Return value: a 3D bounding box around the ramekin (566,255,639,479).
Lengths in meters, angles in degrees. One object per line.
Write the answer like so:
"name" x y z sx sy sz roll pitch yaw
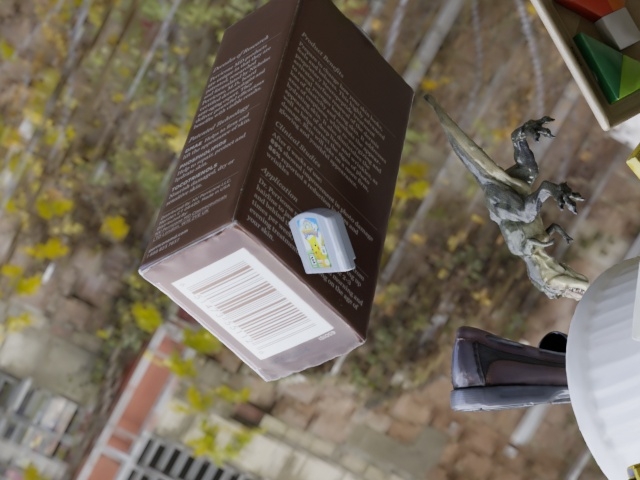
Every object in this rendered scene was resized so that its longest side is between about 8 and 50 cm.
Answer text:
"ramekin" 0.376 0.124 1.250 0.277 0.277 0.135 25 149 -18

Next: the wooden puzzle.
"wooden puzzle" 0.125 -0.085 0.567 0.078 0.014 0.116 -36 -88 -38

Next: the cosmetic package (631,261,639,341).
"cosmetic package" 0.219 0.027 0.713 0.115 0.060 0.041 1 -174 -36

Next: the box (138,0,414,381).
"box" -0.033 -0.070 1.379 0.191 0.143 0.381 44 -140 -27

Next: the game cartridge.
"game cartridge" 0.000 0.000 1.155 0.017 0.056 0.083 -18 -176 -25

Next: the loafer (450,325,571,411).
"loafer" 0.266 0.139 1.547 0.303 0.095 0.109 1 169 -40

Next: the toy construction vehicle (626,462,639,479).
"toy construction vehicle" 0.274 0.159 0.999 0.086 0.035 0.098 -12 165 -13

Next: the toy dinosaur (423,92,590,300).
"toy dinosaur" 0.202 -0.056 1.374 0.064 0.118 0.268 -29 -95 -39
